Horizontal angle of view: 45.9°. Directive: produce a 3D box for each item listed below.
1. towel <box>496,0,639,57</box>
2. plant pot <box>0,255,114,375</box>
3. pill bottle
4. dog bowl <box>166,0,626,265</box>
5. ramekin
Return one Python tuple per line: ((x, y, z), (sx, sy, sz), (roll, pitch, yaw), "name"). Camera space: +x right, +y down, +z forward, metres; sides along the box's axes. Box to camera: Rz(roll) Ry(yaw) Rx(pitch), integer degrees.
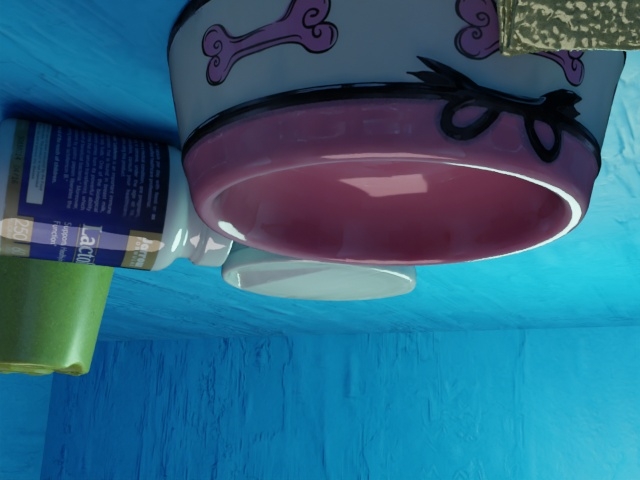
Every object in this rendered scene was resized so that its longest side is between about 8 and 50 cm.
((0.184, -0.170, 0.469), (0.148, 0.027, 0.110), (-2, 126, 7), "towel")
((-0.429, 0.071, 1.142), (0.276, 0.254, 0.276), (2, 166, 1), "plant pot")
((-0.236, -0.045, 0.869), (0.264, 0.153, 0.153), (7, 165, -20), "pill bottle")
((0.061, -0.084, 0.682), (0.408, 0.150, 0.408), (3, 165, 1), "dog bowl")
((0.000, 0.000, 1.056), (0.273, 0.127, 0.273), (2, 166, 0), "ramekin")
